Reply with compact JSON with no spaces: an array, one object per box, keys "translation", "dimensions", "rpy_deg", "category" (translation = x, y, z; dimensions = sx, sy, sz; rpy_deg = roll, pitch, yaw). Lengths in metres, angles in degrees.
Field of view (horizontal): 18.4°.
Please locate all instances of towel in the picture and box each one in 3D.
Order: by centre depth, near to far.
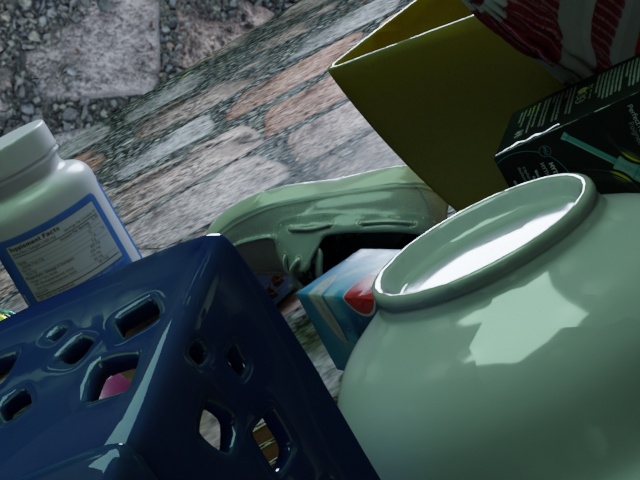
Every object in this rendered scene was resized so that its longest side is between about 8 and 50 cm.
[{"translation":[0.218,-0.221,1.440],"dimensions":[0.037,0.329,0.237],"rpy_deg":[8,77,39],"category":"towel"}]

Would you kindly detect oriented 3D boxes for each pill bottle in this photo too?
[{"translation":[-0.257,-0.002,1.946],"dimensions":[0.124,0.221,0.124],"rpy_deg":[-27,12,7],"category":"pill bottle"}]

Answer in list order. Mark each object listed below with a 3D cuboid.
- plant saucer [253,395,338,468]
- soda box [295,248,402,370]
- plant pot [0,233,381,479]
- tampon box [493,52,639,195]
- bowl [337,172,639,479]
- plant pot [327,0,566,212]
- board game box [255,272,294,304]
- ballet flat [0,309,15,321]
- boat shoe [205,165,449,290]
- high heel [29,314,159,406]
[{"translation":[-0.027,0.150,1.313],"dimensions":[0.168,0.029,0.168],"rpy_deg":[-27,12,6],"category":"plant saucer"},{"translation":[0.065,0.052,1.392],"dimensions":[0.067,0.071,0.210],"rpy_deg":[-34,14,-22],"category":"soda box"},{"translation":[-0.107,0.172,0.973],"dimensions":[0.236,0.236,0.212],"rpy_deg":[-24,21,21],"category":"plant pot"},{"translation":[0.222,-0.056,1.363],"dimensions":[0.161,0.120,0.101],"rpy_deg":[-24,15,21],"category":"tampon box"},{"translation":[0.121,0.052,1.141],"dimensions":[0.298,0.134,0.298],"rpy_deg":[-28,12,7],"category":"bowl"},{"translation":[0.174,-0.126,1.588],"dimensions":[0.212,0.187,0.212],"rpy_deg":[-15,19,45],"category":"plant pot"},{"translation":[-0.049,0.013,1.856],"dimensions":[0.160,0.039,0.211],"rpy_deg":[-15,19,44],"category":"board game box"},{"translation":[-0.402,0.122,2.126],"dimensions":[0.231,0.077,0.077],"rpy_deg":[-12,38,47],"category":"ballet flat"},{"translation":[0.001,0.000,1.676],"dimensions":[0.227,0.079,0.081],"rpy_deg":[-14,50,22],"category":"boat shoe"},{"translation":[-0.133,0.086,1.534],"dimensions":[0.181,0.127,0.377],"rpy_deg":[-41,10,-3],"category":"high heel"}]
